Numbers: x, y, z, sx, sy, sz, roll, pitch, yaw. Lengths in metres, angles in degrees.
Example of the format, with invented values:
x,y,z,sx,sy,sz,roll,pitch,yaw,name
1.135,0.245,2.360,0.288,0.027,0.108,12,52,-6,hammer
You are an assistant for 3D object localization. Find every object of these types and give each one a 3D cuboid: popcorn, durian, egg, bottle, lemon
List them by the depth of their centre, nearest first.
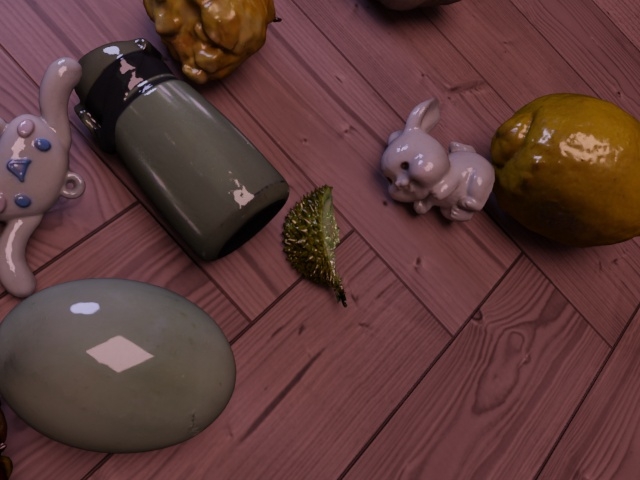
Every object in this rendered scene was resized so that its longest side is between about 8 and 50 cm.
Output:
x,y,z,sx,sy,sz,roll,pitch,yaw,name
-0.239,0.148,0.738,0.282,0.203,0.203,18,63,-17,egg
-0.213,-0.142,0.897,0.347,0.168,0.168,47,59,6,bottle
0.000,0.000,0.978,0.100,0.086,0.215,13,62,-33,durian
-0.186,-0.376,0.999,0.191,0.190,0.254,51,42,-32,popcorn
0.465,-0.126,1.118,0.316,0.285,0.285,-6,72,-23,lemon

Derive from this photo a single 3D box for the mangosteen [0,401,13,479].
x,y,z,sx,sy,sz,roll,pitch,yaw,name
-0.418,0.250,0.637,0.215,0.215,0.257,25,31,-12,mangosteen

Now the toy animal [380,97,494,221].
x,y,z,sx,sy,sz,roll,pitch,yaw,name
0.206,-0.132,1.087,0.193,0.127,0.178,30,59,-8,toy animal

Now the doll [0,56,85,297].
x,y,z,sx,sy,sz,roll,pitch,yaw,name
-0.444,-0.080,0.797,0.242,0.159,0.311,-4,94,-37,doll

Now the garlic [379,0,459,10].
x,y,z,sx,sy,sz,roll,pitch,yaw,name
0.177,-0.607,1.195,0.317,0.259,0.317,10,67,-24,garlic
